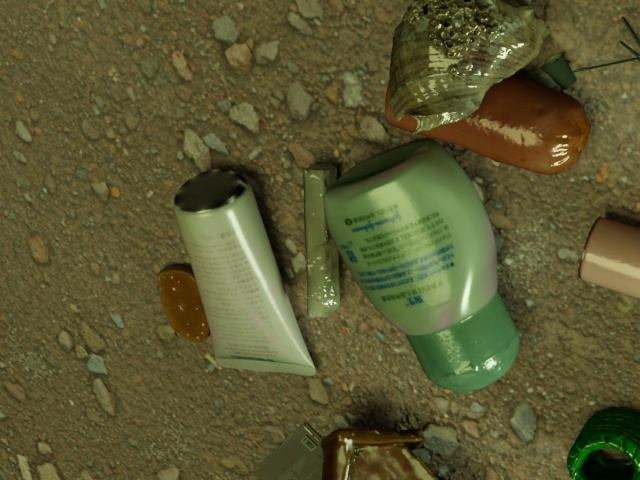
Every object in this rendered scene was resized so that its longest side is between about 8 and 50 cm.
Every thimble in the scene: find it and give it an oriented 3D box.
[{"bbox_3d":[0.411,0.301,1.724,0.118,0.090,0.130,36,129,13],"label":"thimble"}]

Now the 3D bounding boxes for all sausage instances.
[{"bbox_3d":[0.212,-0.163,1.564,0.259,0.113,0.113,20,126,22],"label":"sausage"}]

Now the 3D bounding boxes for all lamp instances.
[{"bbox_3d":[0.332,-0.218,1.506,0.121,0.041,0.054,-26,109,42],"label":"lamp"}]

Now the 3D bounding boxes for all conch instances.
[{"bbox_3d":[0.163,-0.234,1.494,0.163,0.245,0.178,35,173,-25],"label":"conch"}]

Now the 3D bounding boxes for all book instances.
[{"bbox_3d":[-0.028,0.398,2.106,0.127,0.014,0.181,43,130,3],"label":"book"}]

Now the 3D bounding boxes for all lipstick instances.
[{"bbox_3d":[0.490,0.058,1.531,0.327,0.087,0.087,19,125,22],"label":"lipstick"}]

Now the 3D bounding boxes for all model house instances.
[{"bbox_3d":[0.087,0.389,1.939,0.229,0.220,0.199,50,172,4],"label":"model house"}]

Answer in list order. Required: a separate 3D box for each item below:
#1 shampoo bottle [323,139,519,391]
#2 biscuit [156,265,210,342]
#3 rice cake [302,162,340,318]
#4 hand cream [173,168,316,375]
[{"bbox_3d":[0.155,0.048,1.696,0.222,0.151,0.349,-20,105,32],"label":"shampoo bottle"},{"bbox_3d":[-0.211,0.106,2.042,0.118,0.023,0.140,9,121,26],"label":"biscuit"},{"bbox_3d":[0.000,0.000,1.824,0.052,0.057,0.256,15,123,27],"label":"rice cake"},{"bbox_3d":[-0.125,0.063,1.920,0.186,0.118,0.358,1,125,25],"label":"hand cream"}]
